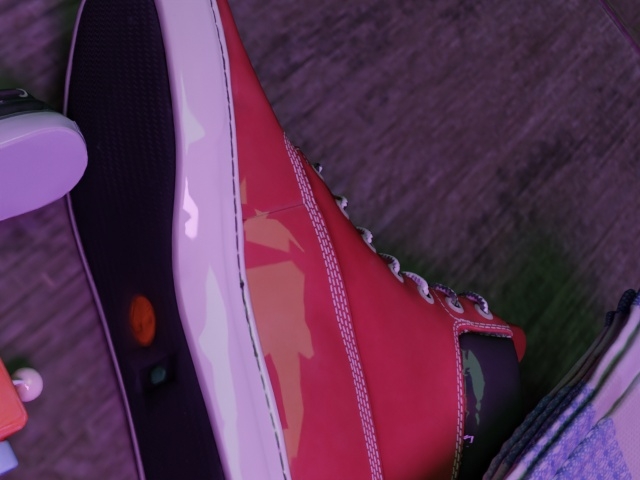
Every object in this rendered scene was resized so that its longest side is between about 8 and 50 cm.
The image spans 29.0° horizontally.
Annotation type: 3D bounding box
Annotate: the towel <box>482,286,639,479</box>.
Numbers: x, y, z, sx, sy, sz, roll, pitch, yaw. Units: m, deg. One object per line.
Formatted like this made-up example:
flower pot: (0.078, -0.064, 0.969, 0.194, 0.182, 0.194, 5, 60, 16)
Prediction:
towel: (0.098, 0.174, 0.489, 0.285, 0.034, 0.209, -41, 117, -39)

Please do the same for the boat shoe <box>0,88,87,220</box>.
boat shoe: (-0.151, -0.022, 0.430, 0.142, 0.049, 0.040, -17, 47, -37)

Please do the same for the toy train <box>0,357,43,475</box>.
toy train: (-0.118, 0.107, 0.388, 0.125, 0.046, 0.166, -16, 79, -39)

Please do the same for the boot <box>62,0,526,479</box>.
boot: (0.000, 0.000, 0.500, 0.176, 0.088, 0.244, -8, 82, -38)
